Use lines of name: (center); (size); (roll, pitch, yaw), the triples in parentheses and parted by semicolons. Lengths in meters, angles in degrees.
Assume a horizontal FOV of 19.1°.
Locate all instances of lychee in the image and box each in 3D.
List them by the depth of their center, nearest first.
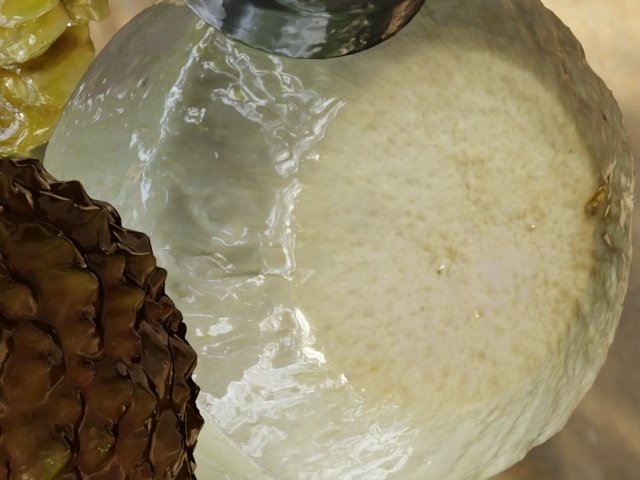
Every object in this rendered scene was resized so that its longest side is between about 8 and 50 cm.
lychee: (-0.129, 0.062, 0.552); (0.200, 0.200, 0.238); (68, -161, -8)

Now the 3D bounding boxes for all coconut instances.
coconut: (0.000, 0.000, 0.969); (0.329, 0.329, 0.329); (59, 164, 28)

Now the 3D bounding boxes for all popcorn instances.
popcorn: (-0.261, -0.214, 1.353); (0.265, 0.225, 0.332); (5, 117, 48)

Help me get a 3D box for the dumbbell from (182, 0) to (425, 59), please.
dumbbell: (0.012, -0.141, 0.543); (0.100, 0.100, 0.191); (61, 155, 20)
